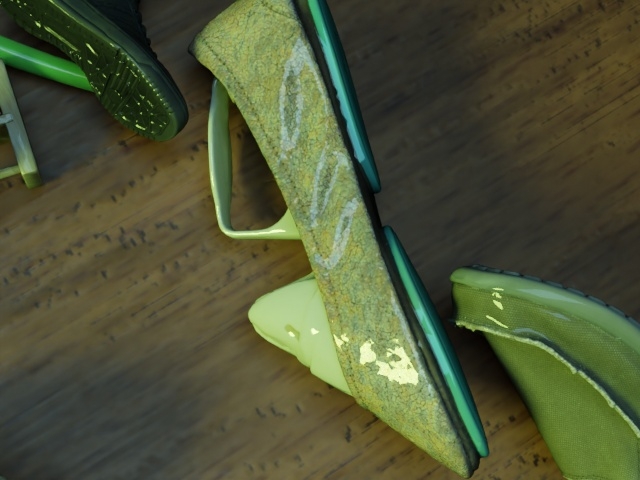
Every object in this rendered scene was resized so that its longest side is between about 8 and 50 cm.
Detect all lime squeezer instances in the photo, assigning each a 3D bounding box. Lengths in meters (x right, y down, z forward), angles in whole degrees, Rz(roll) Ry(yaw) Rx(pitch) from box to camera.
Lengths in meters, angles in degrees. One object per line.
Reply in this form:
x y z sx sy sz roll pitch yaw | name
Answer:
-0.257 -0.171 0.686 0.310 0.059 0.110 46 43 2 | lime squeezer

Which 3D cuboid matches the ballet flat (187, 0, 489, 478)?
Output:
0.000 0.000 0.673 0.106 0.107 0.316 -21 77 7 | ballet flat

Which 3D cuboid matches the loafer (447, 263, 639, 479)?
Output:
0.167 0.100 0.654 0.251 0.094 0.087 35 83 -17 | loafer

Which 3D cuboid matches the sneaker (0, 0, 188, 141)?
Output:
-0.126 -0.141 0.682 0.170 0.051 0.089 42 49 1 | sneaker

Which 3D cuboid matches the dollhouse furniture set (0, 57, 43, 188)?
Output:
-0.265 -0.078 0.616 0.184 0.129 0.128 -18 82 -11 | dollhouse furniture set

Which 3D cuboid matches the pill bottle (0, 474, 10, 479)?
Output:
-0.228 0.201 0.577 0.108 0.108 0.193 30 76 -2 | pill bottle
